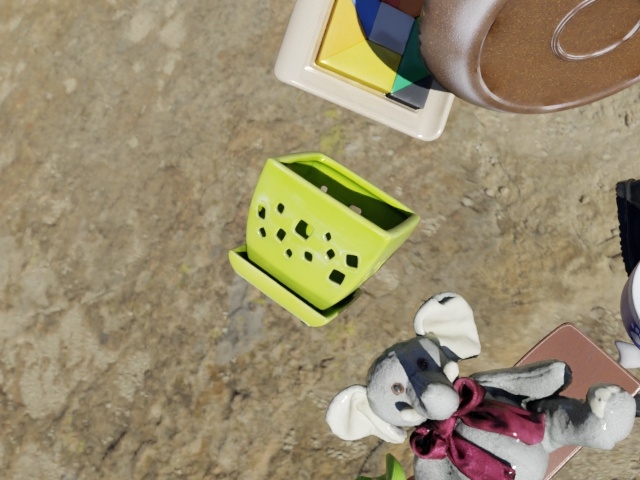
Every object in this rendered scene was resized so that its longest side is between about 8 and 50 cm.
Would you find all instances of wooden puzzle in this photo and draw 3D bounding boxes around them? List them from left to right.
[{"bbox_3d":[0.083,-0.270,0.841,0.044,0.239,0.221,-169,98,-76],"label":"wooden puzzle"}]

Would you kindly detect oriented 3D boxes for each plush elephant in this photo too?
[{"bbox_3d":[0.170,0.219,0.827,0.272,0.255,0.330,-54,15,-8],"label":"plush elephant"}]

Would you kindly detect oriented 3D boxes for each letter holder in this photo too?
[{"bbox_3d":[0.526,0.353,1.465,0.214,0.152,0.302,44,98,20],"label":"letter holder"}]

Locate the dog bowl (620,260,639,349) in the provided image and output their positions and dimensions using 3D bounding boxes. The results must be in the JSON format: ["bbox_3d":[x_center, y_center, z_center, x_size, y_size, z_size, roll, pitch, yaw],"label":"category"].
[{"bbox_3d":[0.749,0.131,1.297,0.265,0.104,0.264,-4,63,7],"label":"dog bowl"}]

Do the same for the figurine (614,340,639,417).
[{"bbox_3d":[0.797,0.343,1.536,0.209,0.092,0.214,4,106,55],"label":"figurine"}]

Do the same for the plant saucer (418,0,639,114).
[{"bbox_3d":[0.245,-0.208,0.587,0.311,0.310,0.050,-25,62,24],"label":"plant saucer"}]

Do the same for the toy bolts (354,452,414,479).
[{"bbox_3d":[0.091,0.476,0.971,0.228,0.158,0.218,-45,17,27],"label":"toy bolts"}]

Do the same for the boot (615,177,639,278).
[{"bbox_3d":[0.869,-0.026,1.561,0.260,0.131,0.348,-15,74,45],"label":"boot"}]

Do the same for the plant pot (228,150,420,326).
[{"bbox_3d":[0.000,0.000,1.060,0.227,0.228,0.207,35,109,12],"label":"plant pot"}]
